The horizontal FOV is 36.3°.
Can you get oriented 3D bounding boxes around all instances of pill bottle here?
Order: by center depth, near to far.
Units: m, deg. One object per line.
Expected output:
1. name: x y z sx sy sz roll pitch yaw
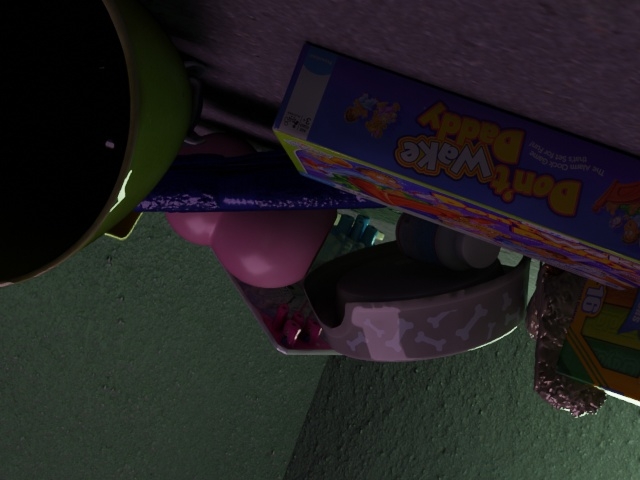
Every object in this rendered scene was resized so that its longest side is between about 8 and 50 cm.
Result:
1. pill bottle: 0.183 -0.004 1.396 0.087 0.087 0.160 22 177 -28

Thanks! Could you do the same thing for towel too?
1. towel: -0.066 -0.074 1.209 0.308 0.076 0.227 -1 -178 5

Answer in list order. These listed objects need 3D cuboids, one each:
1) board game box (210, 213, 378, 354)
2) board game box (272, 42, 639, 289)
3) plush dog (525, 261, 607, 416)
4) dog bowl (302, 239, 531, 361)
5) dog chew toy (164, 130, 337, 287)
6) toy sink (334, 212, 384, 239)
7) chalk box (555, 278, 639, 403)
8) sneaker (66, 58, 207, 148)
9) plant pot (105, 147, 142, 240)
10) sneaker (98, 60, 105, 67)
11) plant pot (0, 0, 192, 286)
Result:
1. board game box: 0.016 0.060 1.748 0.390 0.050 0.390 5 -148 -35
2. board game box: 0.143 -0.055 0.878 0.347 0.078 0.233 20 177 6
3. plush dog: 0.402 0.097 1.296 0.225 0.211 0.262 6 -156 5
4. dog bowl: 0.151 0.081 1.479 0.348 0.102 0.349 -9 -167 2
5. dog chew toy: -0.145 -0.068 1.491 0.332 0.206 0.206 28 177 2
6. toy sink: 0.000 0.000 2.202 0.234 0.131 0.153 22 177 -37
7. chalk box: 0.404 0.100 0.970 0.179 0.180 0.289 21 175 -18
8. sneaker: -0.172 -0.148 1.110 0.153 0.099 0.282 0 -176 20
9. plant pot: -0.395 -0.152 1.632 0.187 0.212 0.212 32 -177 28
10. sneaker: -0.245 -0.210 1.083 0.032 0.037 0.083 20 179 -25
11. plant pot: -0.224 -0.121 0.834 0.275 0.275 0.293 20 -168 10
